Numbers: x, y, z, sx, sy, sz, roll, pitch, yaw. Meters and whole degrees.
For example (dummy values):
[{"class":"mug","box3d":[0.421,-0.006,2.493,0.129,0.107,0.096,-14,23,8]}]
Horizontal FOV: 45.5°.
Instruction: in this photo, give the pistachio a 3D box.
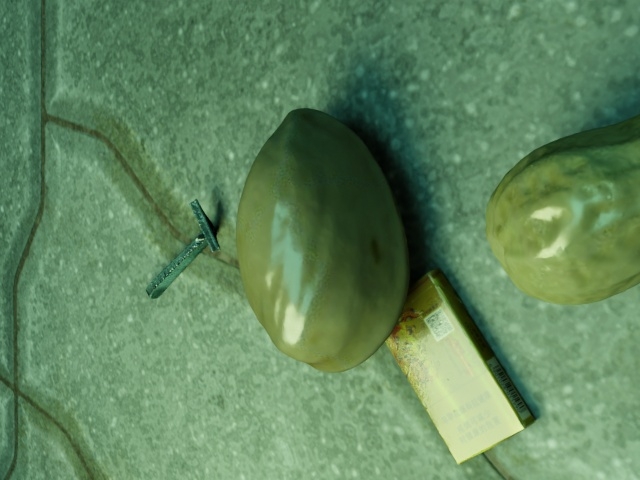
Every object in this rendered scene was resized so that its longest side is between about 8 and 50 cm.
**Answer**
[{"class":"pistachio","box3d":[0.000,0.000,0.689,0.153,0.138,0.238,-12,81,10]}]

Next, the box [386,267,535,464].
[{"class":"box","box3d":[0.115,0.112,0.682,0.089,0.022,0.156,-45,68,37]}]

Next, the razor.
[{"class":"razor","box3d":[-0.166,0.024,0.922,0.190,0.033,0.066,-43,69,45]}]

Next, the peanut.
[{"class":"peanut","box3d":[0.214,-0.032,0.493,0.256,0.123,0.124,-27,80,45]}]
